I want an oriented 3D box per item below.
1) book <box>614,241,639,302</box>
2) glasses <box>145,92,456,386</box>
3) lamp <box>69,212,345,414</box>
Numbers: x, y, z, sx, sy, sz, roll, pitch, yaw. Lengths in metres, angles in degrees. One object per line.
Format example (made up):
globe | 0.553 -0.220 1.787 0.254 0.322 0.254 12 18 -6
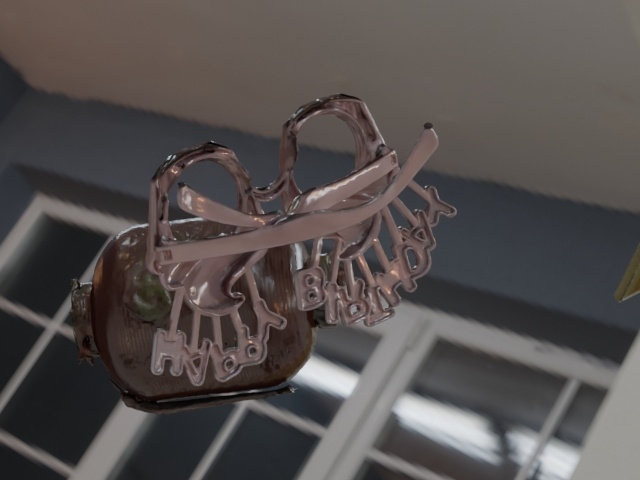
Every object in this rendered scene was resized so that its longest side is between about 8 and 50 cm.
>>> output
book | 0.395 -0.024 1.291 0.018 0.241 0.170 61 -8 20
glasses | -0.003 0.004 0.894 0.095 0.255 0.162 26 -49 52
lamp | -0.101 0.066 1.265 0.258 0.180 0.180 -6 -27 5
